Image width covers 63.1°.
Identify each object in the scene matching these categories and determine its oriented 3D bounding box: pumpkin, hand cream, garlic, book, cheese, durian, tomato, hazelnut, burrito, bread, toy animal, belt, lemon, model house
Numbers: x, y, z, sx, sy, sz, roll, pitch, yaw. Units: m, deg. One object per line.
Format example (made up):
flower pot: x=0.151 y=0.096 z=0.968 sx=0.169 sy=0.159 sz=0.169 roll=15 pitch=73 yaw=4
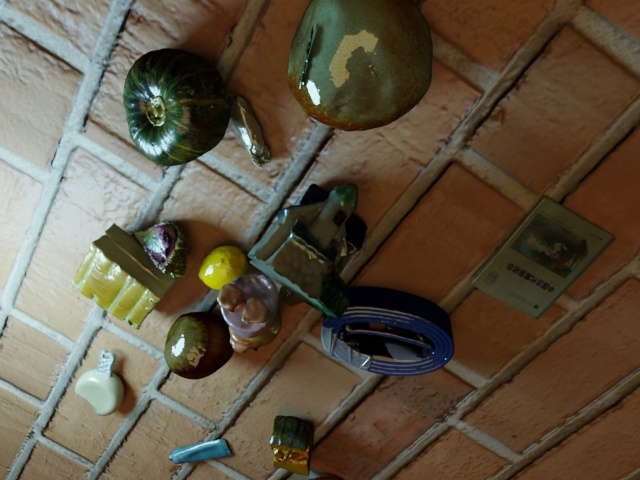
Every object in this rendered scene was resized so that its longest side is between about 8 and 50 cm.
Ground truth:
pumpkin: x=-0.088 y=0.643 z=1.656 sx=0.131 sy=0.125 sz=0.247 roll=5 pitch=137 yaw=-1
hand cream: x=-0.420 y=0.733 z=1.804 sx=0.224 sy=0.048 sz=0.083 roll=-13 pitch=114 yaw=10
garlic: x=-0.050 y=0.128 z=1.414 sx=0.152 sy=0.066 sz=0.084 roll=-26 pitch=137 yaw=25
pumpkin: x=-0.314 y=-0.299 z=1.179 sx=0.260 sy=0.189 sz=0.260 roll=8 pitch=107 yaw=28
book: x=0.541 y=0.049 z=1.282 sx=0.215 sy=0.025 sz=0.282 roll=28 pitch=117 yaw=-6
cheese: x=-0.693 y=0.466 z=1.696 sx=0.163 sy=0.070 sz=0.249 roll=40 pitch=116 yaw=-10
durian: x=-0.392 y=0.014 z=1.389 sx=0.187 sy=0.119 sz=0.108 roll=40 pitch=93 yaw=34
tomato: x=0.071 y=-0.360 z=1.035 sx=0.304 sy=0.239 sz=0.303 roll=2 pitch=118 yaw=5
hazelnut: x=-0.337 y=0.304 z=1.494 sx=0.208 sy=0.208 sz=0.208 roll=4 pitch=117 yaw=8
burrito: x=-0.169 y=-0.261 z=1.241 sx=0.058 sy=0.045 sz=0.188 roll=-20 pitch=110 yaw=12
bread: x=-0.546 y=0.114 z=1.445 sx=0.239 sy=0.111 sz=0.246 roll=42 pitch=131 yaw=-9
toy animal: x=-0.179 y=0.198 z=1.383 sx=0.195 sy=0.169 sz=0.281 roll=29 pitch=147 yaw=15
belt: x=0.178 y=0.244 z=1.398 sx=0.347 sy=0.117 sz=0.212 roll=9 pitch=117 yaw=4
lemon: x=-0.261 y=0.074 z=1.392 sx=0.155 sy=0.114 sz=0.114 roll=-22 pitch=111 yaw=23
model house: x=-0.002 y=-0.001 z=1.208 sx=0.243 sy=0.298 sz=0.284 roll=34 pitch=81 yaw=-10

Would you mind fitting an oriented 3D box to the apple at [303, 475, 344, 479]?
apple: x=-0.025 y=0.978 z=1.811 sx=0.365 sy=0.295 sz=0.328 roll=-7 pitch=78 yaw=13
